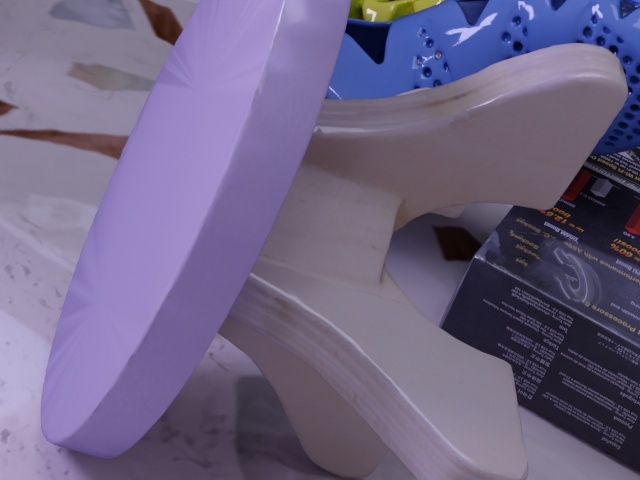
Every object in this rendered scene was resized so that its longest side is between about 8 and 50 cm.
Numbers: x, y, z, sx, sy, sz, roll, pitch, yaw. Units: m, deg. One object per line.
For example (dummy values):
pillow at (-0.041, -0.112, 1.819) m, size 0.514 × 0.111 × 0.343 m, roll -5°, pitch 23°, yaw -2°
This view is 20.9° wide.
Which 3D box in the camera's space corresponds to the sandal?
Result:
sandal at (0.053, -0.080, 0.963) m, size 0.317 × 0.126 × 0.138 m, roll 0°, pitch 37°, yaw 30°

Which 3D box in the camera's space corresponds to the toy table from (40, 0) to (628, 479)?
toy table at (0.000, 0.000, 0.755) m, size 0.161 × 0.274 × 0.252 m, roll 18°, pitch 49°, yaw -17°

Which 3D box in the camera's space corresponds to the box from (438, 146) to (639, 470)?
box at (0.248, 0.054, 0.978) m, size 0.307 × 0.076 × 0.242 m, roll 29°, pitch 36°, yaw 10°
